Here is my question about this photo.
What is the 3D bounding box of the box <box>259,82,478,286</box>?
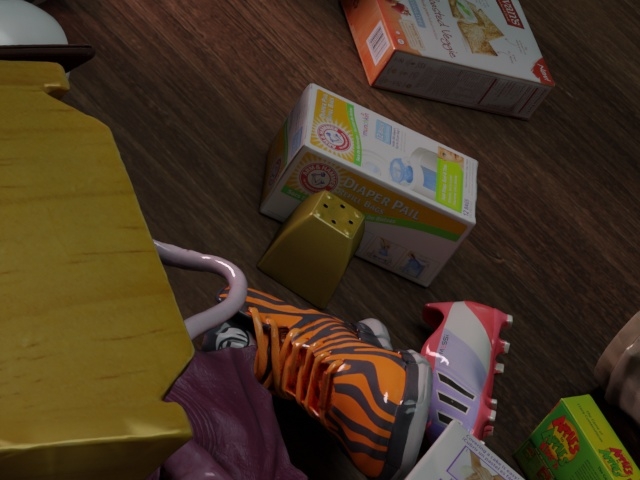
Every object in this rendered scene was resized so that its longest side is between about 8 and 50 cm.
[{"bbox_3d":[0.050,-0.057,2.069,0.203,0.103,0.114,25,38,-14],"label":"box"}]

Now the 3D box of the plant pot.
[{"bbox_3d":[0.000,0.000,1.985,0.081,0.083,0.081,33,36,-2],"label":"plant pot"}]

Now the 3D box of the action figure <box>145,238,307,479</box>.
[{"bbox_3d":[-0.120,0.151,1.548,0.248,0.276,0.370,9,3,12],"label":"action figure"}]

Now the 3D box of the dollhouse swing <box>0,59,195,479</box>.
[{"bbox_3d":[-0.309,0.098,1.431,0.315,0.305,0.347,-2,49,-30],"label":"dollhouse swing"}]

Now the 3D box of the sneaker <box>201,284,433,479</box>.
[{"bbox_3d":[-0.016,0.126,1.757,0.180,0.125,0.321,15,4,-13],"label":"sneaker"}]

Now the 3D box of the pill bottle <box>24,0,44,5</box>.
[{"bbox_3d":[-0.359,-0.324,1.937,0.361,0.204,0.204,-7,53,-34],"label":"pill bottle"}]

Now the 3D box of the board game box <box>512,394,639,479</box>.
[{"bbox_3d":[0.267,0.248,1.911,0.043,0.092,0.181,-3,51,-41],"label":"board game box"}]

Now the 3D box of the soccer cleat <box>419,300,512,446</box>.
[{"bbox_3d":[0.127,0.149,1.938,0.095,0.083,0.248,10,41,7],"label":"soccer cleat"}]

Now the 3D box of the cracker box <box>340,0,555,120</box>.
[{"bbox_3d":[0.151,-0.237,2.375,0.232,0.067,0.156,10,44,-31],"label":"cracker box"}]

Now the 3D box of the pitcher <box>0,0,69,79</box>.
[{"bbox_3d":[-0.336,-0.187,1.857,0.207,0.178,0.125,-11,32,-42],"label":"pitcher"}]

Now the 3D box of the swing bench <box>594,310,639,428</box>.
[{"bbox_3d":[0.437,0.187,2.057,0.254,0.165,0.253,-17,61,-40],"label":"swing bench"}]

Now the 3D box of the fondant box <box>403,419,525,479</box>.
[{"bbox_3d":[0.017,0.314,1.526,0.096,0.238,0.330,38,37,5],"label":"fondant box"}]

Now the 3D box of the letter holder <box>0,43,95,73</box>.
[{"bbox_3d":[-0.335,-0.060,1.652,0.302,0.214,0.152,-8,80,-43],"label":"letter holder"}]
